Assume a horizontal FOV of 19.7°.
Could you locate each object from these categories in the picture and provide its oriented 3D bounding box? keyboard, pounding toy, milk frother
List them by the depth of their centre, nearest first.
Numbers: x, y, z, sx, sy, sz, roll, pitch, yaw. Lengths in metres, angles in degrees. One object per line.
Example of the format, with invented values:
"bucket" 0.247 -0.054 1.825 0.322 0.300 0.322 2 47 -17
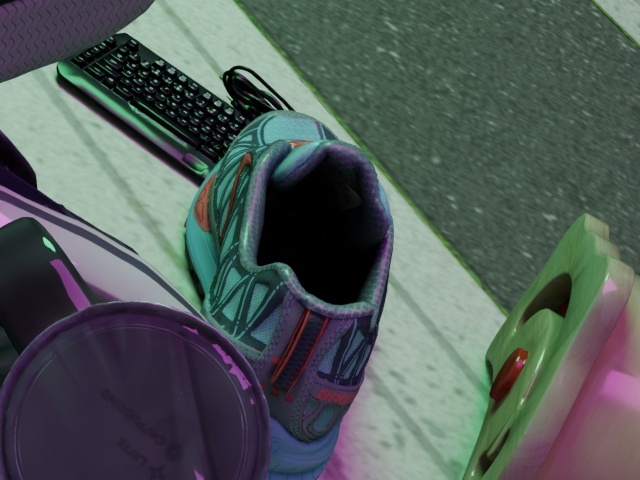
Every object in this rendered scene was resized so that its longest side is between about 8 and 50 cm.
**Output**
"milk frother" -0.099 0.080 0.608 0.129 0.143 0.135 39 -13 3
"pounding toy" 0.153 0.102 0.850 0.155 0.154 0.269 29 11 -2
"keyboard" -0.045 -0.064 1.012 0.192 0.038 0.100 36 30 7

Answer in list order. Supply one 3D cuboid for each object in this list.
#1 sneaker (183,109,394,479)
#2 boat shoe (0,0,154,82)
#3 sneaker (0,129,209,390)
"sneaker" 0.000 0.000 0.864 0.104 0.125 0.262 21 31 -12
"boat shoe" -0.204 -0.095 0.647 0.119 0.121 0.335 35 35 30
"sneaker" -0.183 -0.015 0.727 0.321 0.126 0.127 22 37 -12
